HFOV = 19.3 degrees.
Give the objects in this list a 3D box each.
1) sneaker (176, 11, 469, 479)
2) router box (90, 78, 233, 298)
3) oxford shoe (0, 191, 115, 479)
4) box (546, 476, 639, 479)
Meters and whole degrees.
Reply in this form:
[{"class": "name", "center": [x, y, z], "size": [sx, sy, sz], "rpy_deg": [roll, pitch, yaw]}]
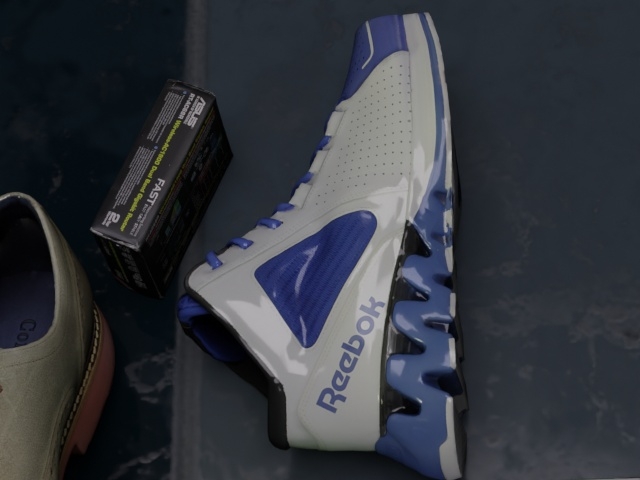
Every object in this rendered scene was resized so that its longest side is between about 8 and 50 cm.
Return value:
[{"class": "sneaker", "center": [0.000, 0.001, 1.221], "size": [0.182, 0.127, 0.315], "rpy_deg": [-2, 65, 6]}, {"class": "router box", "center": [-0.105, -0.033, 1.266], "size": [0.038, 0.092, 0.122], "rpy_deg": [20, 70, 13]}, {"class": "oxford shoe", "center": [-0.217, 0.140, 1.105], "size": [0.140, 0.146, 0.397], "rpy_deg": [-3, 44, 6]}, {"class": "box", "center": [0.112, 0.248, 1.110], "size": [0.322, 0.058, 0.232], "rpy_deg": [-1, 47, 3]}]
